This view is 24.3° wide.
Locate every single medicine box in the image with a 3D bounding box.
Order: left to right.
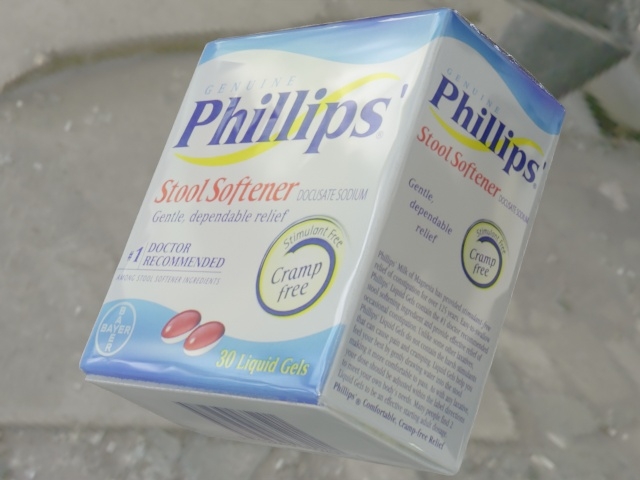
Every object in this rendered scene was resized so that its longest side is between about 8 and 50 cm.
[{"bbox_3d":[0.000,0.000,1.078,0.149,0.263,0.289,33,68,-39],"label":"medicine box"}]
